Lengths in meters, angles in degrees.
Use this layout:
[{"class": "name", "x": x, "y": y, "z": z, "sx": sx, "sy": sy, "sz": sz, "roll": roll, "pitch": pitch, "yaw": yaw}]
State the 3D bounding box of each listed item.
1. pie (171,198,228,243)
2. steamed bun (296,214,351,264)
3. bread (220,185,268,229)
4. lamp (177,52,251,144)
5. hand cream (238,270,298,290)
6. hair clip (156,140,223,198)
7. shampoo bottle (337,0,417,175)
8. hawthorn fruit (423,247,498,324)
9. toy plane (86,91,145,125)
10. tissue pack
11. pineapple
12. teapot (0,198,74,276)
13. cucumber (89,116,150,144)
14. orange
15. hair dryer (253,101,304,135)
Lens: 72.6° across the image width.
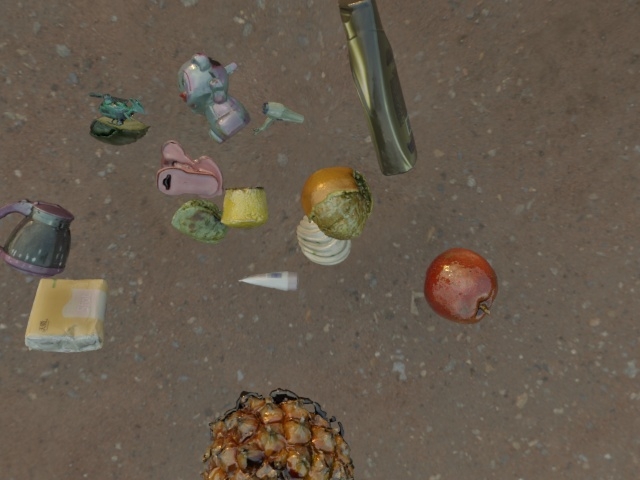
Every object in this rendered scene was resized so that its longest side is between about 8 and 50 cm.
[{"class": "pie", "x": -0.509, "y": -0.074, "z": 1.881, "sx": 0.201, "sy": 0.090, "sz": 0.248, "roll": -44, "pitch": 130, "yaw": 17}, {"class": "steamed bun", "x": 0.000, "y": 0.000, "z": 1.317, "sx": 0.106, "sy": 0.183, "sz": 0.183, "roll": -44, "pitch": 104, "yaw": -34}, {"class": "bread", "x": -0.296, "y": -0.126, "z": 1.721, "sx": 0.197, "sy": 0.197, "sz": 0.171, "roll": -3, "pitch": 89, "yaw": -1}, {"class": "lamp", "x": -0.383, "y": -0.545, "z": 1.628, "sx": 0.247, "sy": 0.247, "sz": 0.301, "roll": -41, "pitch": 106, "yaw": -19}, {"class": "hand cream", "x": -0.219, "y": 0.171, "z": 1.873, "sx": 0.247, "sy": 0.133, "sz": 0.083, "roll": 2, "pitch": 90, "yaw": 3}, {"class": "hair clip", "x": -0.286, "y": -0.146, "z": 0.954, "sx": 0.138, "sy": 0.102, "sz": 0.123, "roll": -2, "pitch": 126, "yaw": -20}, {"class": "shampoo bottle", "x": 0.116, "y": -0.293, "z": 0.849, "sx": 0.084, "sy": 0.126, "sz": 0.350, "roll": -5, "pitch": 136, "yaw": 22}, {"class": "hawthorn fruit", "x": 0.525, "y": 0.178, "z": 1.620, "sx": 0.275, "sy": 0.300, "sz": 0.275, "roll": -16, "pitch": 127, "yaw": -22}, {"class": "toy plane", "x": -0.589, "y": -0.390, "z": 1.278, "sx": 0.235, "sy": 0.060, "sz": 0.096, "roll": 16, "pitch": 148, "yaw": 30}, {"class": "tissue pack", "x": -0.706, "y": 0.208, "z": 1.231, "sx": 0.186, "sy": 0.222, "sz": 0.090, "roll": 5, "pitch": 127, "yaw": -23}, {"class": "pineapple", "x": -0.087, "y": 0.349, "z": 0.525, "sx": 0.262, "sy": 0.271, "sz": 0.263, "roll": 0, "pitch": 90, "yaw": 10}, {"class": "teapot", "x": -0.585, "y": -0.013, "z": 0.898, "sx": 0.148, "sy": 0.116, "sz": 0.146, "roll": 24, "pitch": 91, "yaw": 2}, {"class": "cucumber", "x": -0.731, "y": -0.390, "z": 1.575, "sx": 0.145, "sy": 0.325, "sz": 0.105, "roll": 25, "pitch": 102, "yaw": -14}, {"class": "orange", "x": 0.036, "y": -0.075, "z": 0.855, "sx": 0.156, "sy": 0.156, "sz": 0.134, "roll": 44, "pitch": 109, "yaw": -11}, {"class": "hair dryer", "x": -0.158, "y": -0.443, "z": 1.654, "sx": 0.167, "sy": 0.199, "sz": 0.068, "roll": 3, "pitch": 68, "yaw": -22}]
